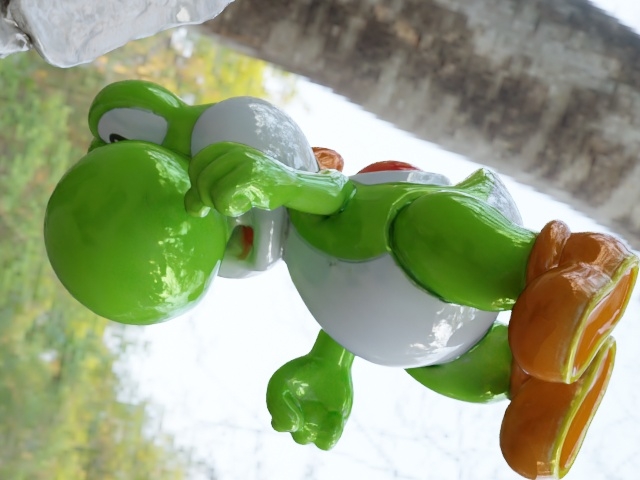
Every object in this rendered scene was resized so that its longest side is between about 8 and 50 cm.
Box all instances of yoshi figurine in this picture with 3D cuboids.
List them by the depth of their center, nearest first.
[{"bbox_3d":[-0.014,0.022,0.926,0.362,0.203,0.203,24,-84,21],"label":"yoshi figurine"}]

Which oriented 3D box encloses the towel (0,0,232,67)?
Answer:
[{"bbox_3d":[-0.045,-0.182,0.556,0.049,0.282,0.187,11,-58,31],"label":"towel"}]
